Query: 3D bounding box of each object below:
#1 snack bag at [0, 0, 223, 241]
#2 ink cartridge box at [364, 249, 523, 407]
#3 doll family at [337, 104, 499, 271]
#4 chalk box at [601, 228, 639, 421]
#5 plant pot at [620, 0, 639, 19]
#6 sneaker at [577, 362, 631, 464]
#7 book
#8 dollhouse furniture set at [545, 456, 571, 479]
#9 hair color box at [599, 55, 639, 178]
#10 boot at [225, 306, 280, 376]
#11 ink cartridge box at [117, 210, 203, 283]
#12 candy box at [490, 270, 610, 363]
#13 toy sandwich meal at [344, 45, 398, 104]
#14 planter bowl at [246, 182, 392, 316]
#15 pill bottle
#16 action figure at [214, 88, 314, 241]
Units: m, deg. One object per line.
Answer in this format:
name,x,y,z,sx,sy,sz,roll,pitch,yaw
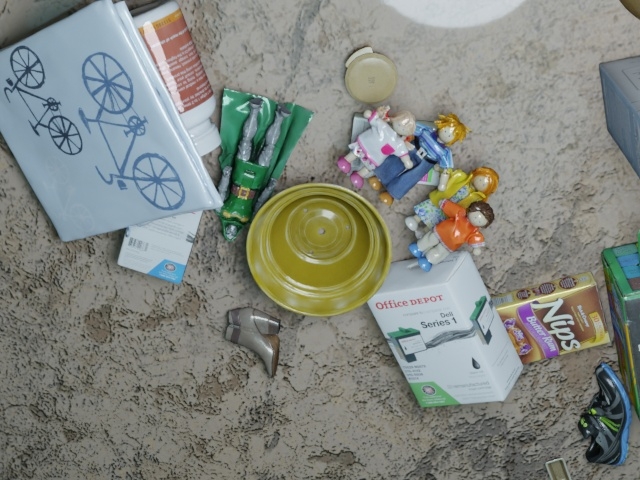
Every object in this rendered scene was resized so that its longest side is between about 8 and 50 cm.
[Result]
snack bag,-0.332,-0.153,1.560,0.342,0.037,0.323,-13,112,37
ink cartridge box,0.188,0.138,1.665,0.160,0.092,0.219,-13,114,39
doll family,0.161,-0.097,1.574,0.163,0.118,0.263,-39,93,31
chalk box,0.530,0.098,1.620,0.180,0.179,0.289,-10,111,8
plant pot,0.511,-0.361,1.388,0.237,0.254,0.237,1,112,2
sneaker,0.458,0.287,1.760,0.078,0.067,0.188,-7,115,-1
book,0.116,-0.134,1.620,0.144,0.035,0.096,7,116,0
dollhouse furniture set,0.390,0.431,1.814,0.091,0.081,0.114,-19,110,10
hair color box,0.494,-0.152,1.408,0.185,0.374,0.114,-10,112,7
boot,-0.110,0.161,1.753,0.087,0.042,0.118,8,112,6
ink cartridge box,-0.235,-0.036,1.661,0.104,0.060,0.180,19,113,-4
candy box,0.350,0.127,1.707,0.186,0.053,0.109,-16,111,8
toy sandwich meal,0.072,-0.240,1.581,0.085,0.029,0.086,-1,115,-1
planter bowl,0.000,0.000,1.649,0.217,0.090,0.217,1,113,3
pill bottle,-0.222,-0.224,1.549,0.121,0.121,0.216,-17,110,10
action figure,-0.107,-0.101,1.632,0.137,0.063,0.232,15,116,-7
